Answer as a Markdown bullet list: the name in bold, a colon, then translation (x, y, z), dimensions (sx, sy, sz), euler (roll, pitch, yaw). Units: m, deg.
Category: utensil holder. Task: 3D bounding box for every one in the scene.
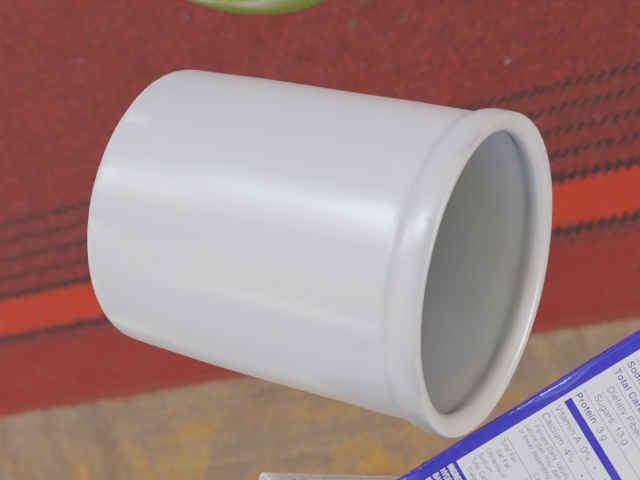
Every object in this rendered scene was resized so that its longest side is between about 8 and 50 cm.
- **utensil holder**: translation (0.000, 0.000, 1.651), dimensions (0.385, 0.327, 0.328), euler (12, 119, 26)

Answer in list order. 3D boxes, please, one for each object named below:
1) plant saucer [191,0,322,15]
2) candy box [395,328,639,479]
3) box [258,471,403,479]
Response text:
- **plant saucer**: translation (-0.075, -0.245, 1.038), dimensions (0.241, 0.037, 0.241), euler (18, 133, 20)
- **candy box**: translation (0.171, 0.144, 0.988), dimensions (0.317, 0.268, 0.122), euler (-32, 78, 8)
- **box**: translation (0.079, 0.331, 1.692), dimensions (0.148, 0.311, 0.121), euler (38, 115, 53)
